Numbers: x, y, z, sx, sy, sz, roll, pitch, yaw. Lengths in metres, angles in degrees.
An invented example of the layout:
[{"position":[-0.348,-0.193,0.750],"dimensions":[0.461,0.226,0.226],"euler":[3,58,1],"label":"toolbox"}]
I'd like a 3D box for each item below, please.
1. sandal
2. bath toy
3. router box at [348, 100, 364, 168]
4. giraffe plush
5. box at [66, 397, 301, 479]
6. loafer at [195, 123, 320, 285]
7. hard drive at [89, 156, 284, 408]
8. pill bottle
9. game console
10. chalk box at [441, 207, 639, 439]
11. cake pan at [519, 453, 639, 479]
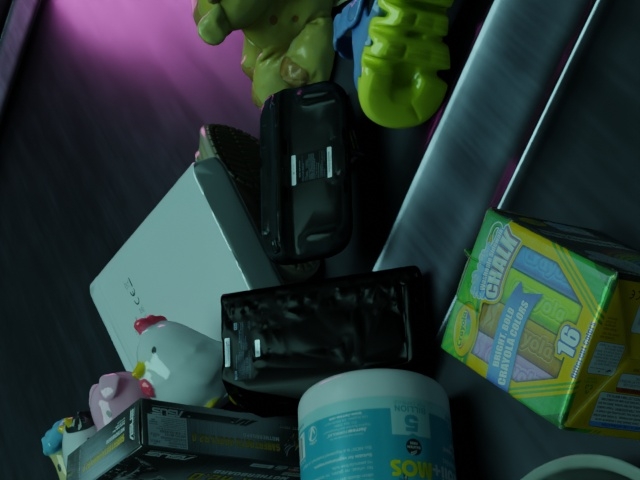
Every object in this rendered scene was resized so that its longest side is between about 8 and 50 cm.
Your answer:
[{"position":[0.088,-0.282,1.364],"dimensions":[0.138,0.126,0.317],"euler":[42,115,57],"label":"sandal"},{"position":[-0.215,0.193,1.540],"dimensions":[0.129,0.151,0.348],"euler":[44,140,-1],"label":"bath toy"},{"position":[-0.006,-0.102,1.525],"dimensions":[0.122,0.038,0.092],"euler":[-46,45,41],"label":"router box"},{"position":[-0.075,-0.265,1.552],"dimensions":[0.210,0.171,0.181],"euler":[-47,45,40],"label":"giraffe plush"},{"position":[-0.134,0.241,1.450],"dimensions":[0.183,0.231,0.056],"euler":[-39,47,44],"label":"box"},{"position":[-0.091,-0.034,1.577],"dimensions":[0.092,0.102,0.268],"euler":[-55,43,30],"label":"loafer"},{"position":[-0.157,0.082,1.591],"dimensions":[0.353,0.047,0.233],"euler":[-42,71,53],"label":"hard drive"},{"position":[0.056,0.261,1.219],"dimensions":[0.146,0.146,0.264],"euler":[-37,48,46],"label":"pill bottle"},{"position":[0.000,0.000,1.394],"dimensions":[0.213,0.044,0.361],"euler":[-8,70,19],"label":"game console"},{"position":[0.196,0.059,1.096],"dimensions":[0.213,0.132,0.132],"euler":[33,109,56],"label":"chalk box"},{"position":[0.225,0.317,1.053],"dimensions":[0.293,0.054,0.293],"euler":[-20,65,53],"label":"cake pan"}]
